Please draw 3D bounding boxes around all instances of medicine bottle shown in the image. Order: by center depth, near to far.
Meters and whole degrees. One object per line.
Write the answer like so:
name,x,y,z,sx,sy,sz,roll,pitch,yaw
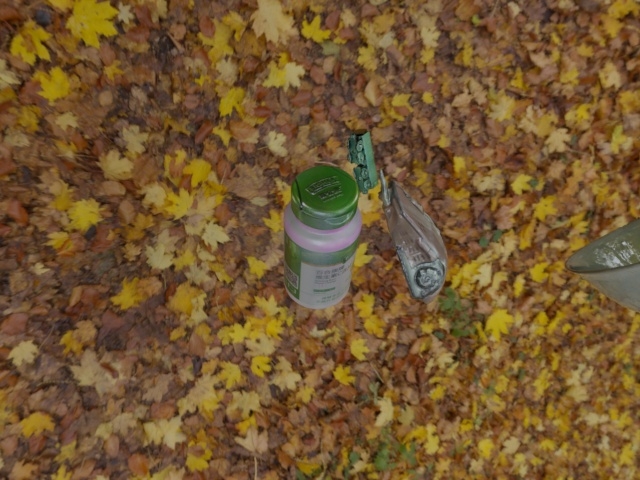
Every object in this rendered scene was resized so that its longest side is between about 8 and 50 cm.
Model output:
medicine bottle,0.000,0.000,0.849,0.134,0.274,0.133,1,52,-2

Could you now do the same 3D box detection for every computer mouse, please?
computer mouse,0.229,-0.015,1.159,0.115,0.199,0.389,-19,118,10

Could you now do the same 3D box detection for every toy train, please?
toy train,0.094,-0.179,1.100,0.071,0.038,0.147,-46,132,-44

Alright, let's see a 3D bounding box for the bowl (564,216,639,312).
bowl,0.537,0.036,0.687,0.313,0.313,0.146,-27,86,-12
